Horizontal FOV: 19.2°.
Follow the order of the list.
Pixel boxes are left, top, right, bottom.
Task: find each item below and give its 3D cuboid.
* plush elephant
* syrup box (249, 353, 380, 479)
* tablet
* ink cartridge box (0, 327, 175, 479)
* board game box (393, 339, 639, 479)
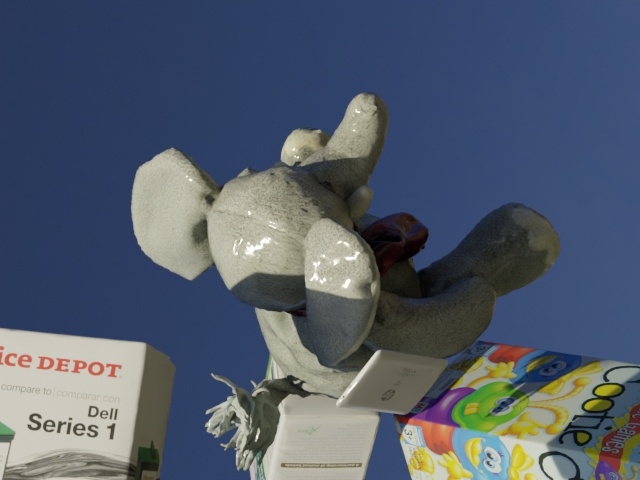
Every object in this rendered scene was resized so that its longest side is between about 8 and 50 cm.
[{"bbox_3d":[0.000,0.000,1.535,0.330,0.272,0.255,-50,-27,-23],"label":"plush elephant"},{"bbox_3d":[-0.009,0.197,1.816,0.096,0.093,0.237,1,-39,-10],"label":"syrup box"},{"bbox_3d":[0.052,0.101,1.334,0.083,0.006,0.054,13,-59,-49],"label":"tablet"},{"bbox_3d":[-0.198,0.173,1.304,0.092,0.160,0.219,60,-144,-74],"label":"ink cartridge box"},{"bbox_3d":[0.227,0.201,1.724,0.142,0.275,0.144,-37,-61,-38],"label":"board game box"}]
